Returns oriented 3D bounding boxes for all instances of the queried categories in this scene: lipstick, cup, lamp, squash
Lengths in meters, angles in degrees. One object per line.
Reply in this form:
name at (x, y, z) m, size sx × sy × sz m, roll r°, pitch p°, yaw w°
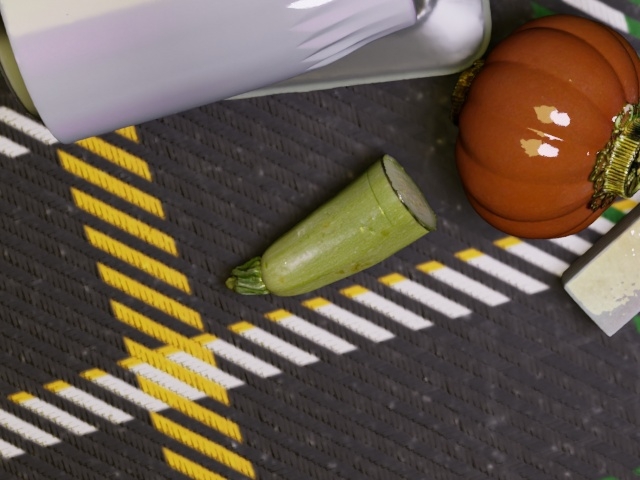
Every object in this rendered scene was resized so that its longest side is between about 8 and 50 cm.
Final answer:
lipstick at (0.398, -0.058, 1.898) m, size 0.371 × 0.080 × 0.076 m, roll -42°, pitch 93°, yaw 10°
cup at (-0.113, -0.249, 1.752) m, size 0.371 × 0.253 × 0.253 m, roll -14°, pitch 97°, yaw 4°
lamp at (0.222, -0.108, 1.840) m, size 0.196 × 0.223 × 0.223 m, roll 25°, pitch 101°, yaw 25°
squash at (0.000, 0.000, 1.949) m, size 0.224 × 0.094 × 0.094 m, roll -29°, pitch 95°, yaw 15°

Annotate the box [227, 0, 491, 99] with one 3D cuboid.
box at (-0.030, -0.331, 1.896) m, size 0.373 × 0.090 × 0.367 m, roll -6°, pitch 97°, yaw 6°
